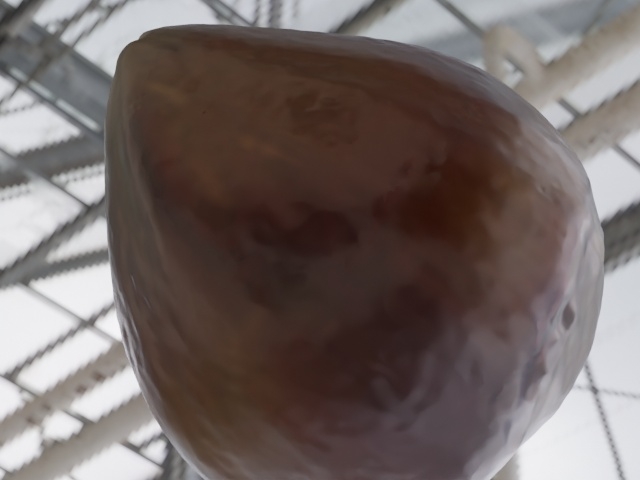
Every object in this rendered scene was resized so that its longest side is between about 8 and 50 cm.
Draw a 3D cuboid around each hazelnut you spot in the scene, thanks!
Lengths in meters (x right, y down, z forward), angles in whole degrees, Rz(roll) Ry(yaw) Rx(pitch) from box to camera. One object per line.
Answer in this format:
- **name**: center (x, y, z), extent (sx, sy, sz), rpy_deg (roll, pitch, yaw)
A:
- **hazelnut**: center (0.000, 0.000, 0.665), extent (0.208, 0.208, 0.208), rpy_deg (-34, -143, 31)
